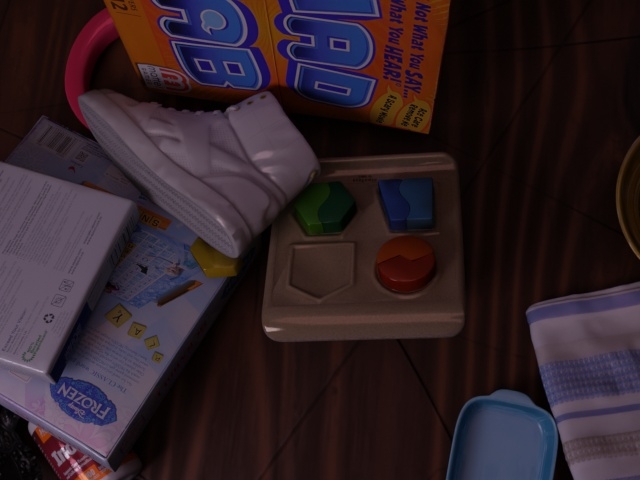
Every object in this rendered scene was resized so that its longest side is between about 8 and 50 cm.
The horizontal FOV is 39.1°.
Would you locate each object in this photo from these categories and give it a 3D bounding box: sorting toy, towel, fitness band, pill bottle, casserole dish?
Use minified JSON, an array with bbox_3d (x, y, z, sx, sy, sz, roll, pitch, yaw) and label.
[{"bbox_3d":[0.000,0.000,0.983,0.307,0.041,0.229,-2,56,8],"label":"sorting toy"},{"bbox_3d":[0.349,0.164,0.952,0.209,0.034,0.285,-11,51,5],"label":"towel"},{"bbox_3d":[-0.177,-0.198,1.138,0.290,0.054,0.209,15,78,8],"label":"fitness band"},{"bbox_3d":[-0.282,0.226,1.045,0.086,0.086,0.152,-39,77,-2],"label":"pill bottle"},{"bbox_3d":[0.199,0.262,1.009,0.114,0.037,0.188,10,81,8],"label":"casserole dish"}]

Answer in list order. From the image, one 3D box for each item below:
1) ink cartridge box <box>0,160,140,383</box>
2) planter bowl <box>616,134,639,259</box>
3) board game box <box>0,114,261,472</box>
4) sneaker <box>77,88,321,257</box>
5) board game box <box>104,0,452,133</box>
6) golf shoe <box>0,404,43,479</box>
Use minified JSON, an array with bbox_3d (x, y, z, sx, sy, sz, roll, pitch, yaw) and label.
[{"bbox_3d":[-0.346,0.024,0.993,0.224,0.045,0.223,17,63,8],"label":"ink cartridge box"},{"bbox_3d":[0.435,-0.037,1.014,0.217,0.090,0.217,-1,79,6],"label":"planter bowl"},{"bbox_3d":[-0.283,0.049,1.046,0.318,0.066,0.318,28,65,11],"label":"board game box"},{"bbox_3d":[-0.133,-0.116,1.030,0.292,0.108,0.169,38,67,25],"label":"sneaker"},{"bbox_3d":[-0.017,-0.375,0.966,0.356,0.356,0.357,10,71,6],"label":"board game box"},{"bbox_3d":[-0.379,0.261,1.048,0.094,0.077,0.198,-43,54,36],"label":"golf shoe"}]
